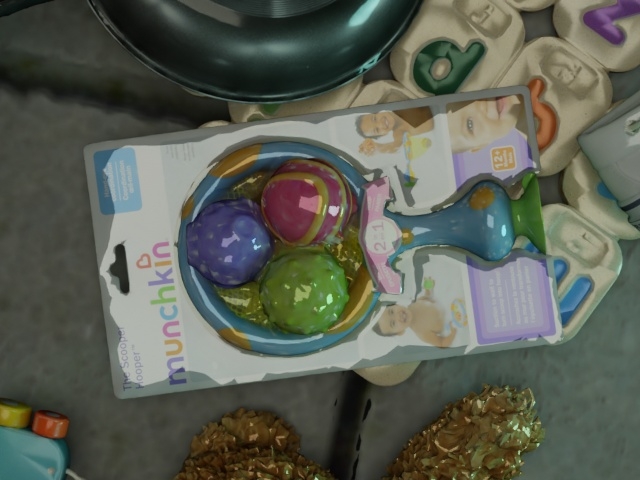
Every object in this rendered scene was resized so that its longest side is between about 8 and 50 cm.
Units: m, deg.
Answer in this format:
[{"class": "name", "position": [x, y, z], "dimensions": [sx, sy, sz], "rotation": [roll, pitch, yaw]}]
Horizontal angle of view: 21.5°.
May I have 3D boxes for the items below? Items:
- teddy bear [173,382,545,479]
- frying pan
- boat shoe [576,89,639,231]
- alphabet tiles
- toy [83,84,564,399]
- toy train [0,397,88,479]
[{"class": "teddy bear", "position": [0.069, 0.204, 0.859], "dimensions": [0.338, 0.113, 0.245], "rotation": [40, 89, 0]}, {"class": "frying pan", "position": [-0.095, -0.172, 0.842], "dimensions": [0.326, 0.053, 0.197], "rotation": [4, 81, -13]}, {"class": "boat shoe", "position": [0.229, -0.100, 0.852], "dimensions": [0.226, 0.083, 0.076], "rotation": [-43, 96, -7]}, {"class": "alphabet tiles", "position": [0.053, -0.076, 0.901], "dimensions": [0.284, 0.021, 0.278], "rotation": [36, 89, 1]}, {"class": "toy", "position": [0.000, 0.000, 0.861], "dimensions": [0.237, 0.056, 0.137], "rotation": [-7, 87, 0]}, {"class": "toy train", "position": [-0.190, 0.154, 0.899], "dimensions": [0.166, 0.046, 0.125], "rotation": [-26, 91, 5]}]
